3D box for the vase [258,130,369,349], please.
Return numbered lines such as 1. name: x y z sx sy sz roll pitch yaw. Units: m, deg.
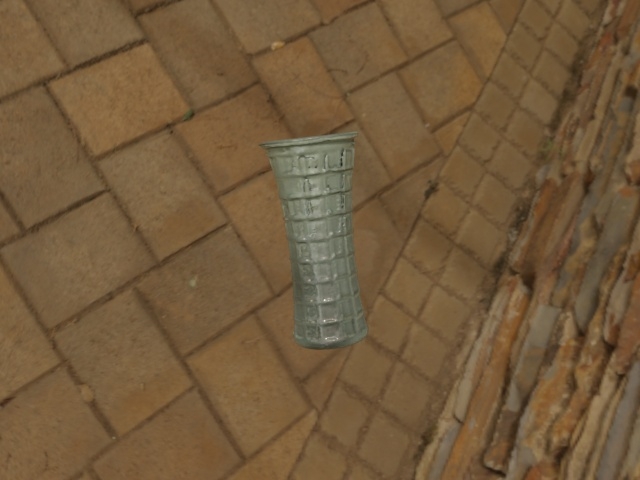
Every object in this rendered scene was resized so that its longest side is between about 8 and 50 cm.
1. vase: 0.000 0.000 0.948 0.143 0.143 0.298 -12 99 -29
